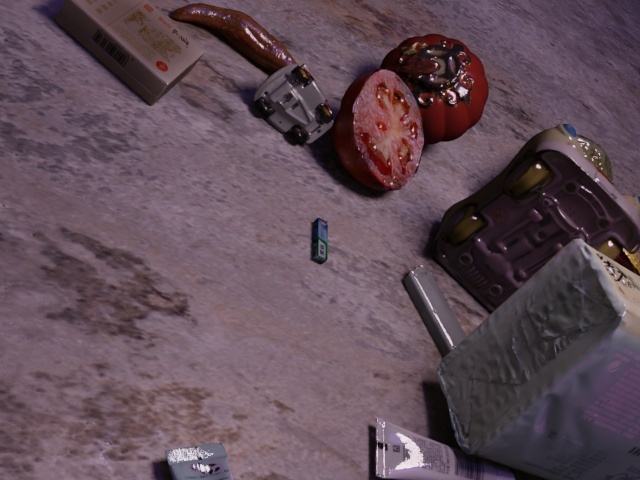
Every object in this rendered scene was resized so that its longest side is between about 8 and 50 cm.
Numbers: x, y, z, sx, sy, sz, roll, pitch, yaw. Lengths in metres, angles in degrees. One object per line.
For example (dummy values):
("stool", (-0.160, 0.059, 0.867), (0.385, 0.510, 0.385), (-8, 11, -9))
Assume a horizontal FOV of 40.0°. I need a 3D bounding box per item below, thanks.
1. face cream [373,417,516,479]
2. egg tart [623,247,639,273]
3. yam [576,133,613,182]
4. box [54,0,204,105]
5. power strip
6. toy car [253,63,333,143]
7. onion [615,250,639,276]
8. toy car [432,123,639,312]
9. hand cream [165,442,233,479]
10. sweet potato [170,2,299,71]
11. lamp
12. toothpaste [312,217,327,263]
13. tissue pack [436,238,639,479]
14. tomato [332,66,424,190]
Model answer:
("face cream", (0.184, 0.339, 1.312), (0.244, 0.058, 0.092), (23, 47, -22))
("egg tart", (0.631, 0.041, 1.951), (0.191, 0.074, 0.191), (24, 46, -27))
("yam", (0.499, -0.131, 1.813), (0.195, 0.195, 0.300), (52, 18, 4))
("box", (-0.301, -0.326, 1.404), (0.201, 0.058, 0.141), (40, 40, -9))
("power strip", (0.219, 0.155, 1.513), (0.060, 0.027, 0.252), (-8, 65, -47))
("toy car", (-0.039, -0.250, 1.560), (0.139, 0.112, 0.112), (47, 22, -18))
("onion", (0.521, 0.119, 1.695), (0.252, 0.219, 0.252), (161, -90, -89))
("toy car", (0.394, -0.041, 1.593), (0.242, 0.336, 0.226), (43, 37, -6))
("hand cream", (-0.096, 0.388, 1.004), (0.085, 0.058, 0.331), (2, 58, -40))
("sweet potato", (-0.143, -0.370, 1.590), (0.255, 0.058, 0.078), (27, 64, -19))
("lamp", (0.220, -0.303, 1.744), (0.227, 0.227, 0.226), (24, 45, -27))
("toothpaste", (0.000, 0.000, 1.446), (0.020, 0.017, 0.083), (25, 44, -27))
("tissue pack", (0.441, 0.223, 1.392), (0.405, 0.331, 0.205), (25, 29, -34))
("tomato", (0.100, -0.200, 1.612), (0.225, 0.085, 0.224), (5, 83, -47))
